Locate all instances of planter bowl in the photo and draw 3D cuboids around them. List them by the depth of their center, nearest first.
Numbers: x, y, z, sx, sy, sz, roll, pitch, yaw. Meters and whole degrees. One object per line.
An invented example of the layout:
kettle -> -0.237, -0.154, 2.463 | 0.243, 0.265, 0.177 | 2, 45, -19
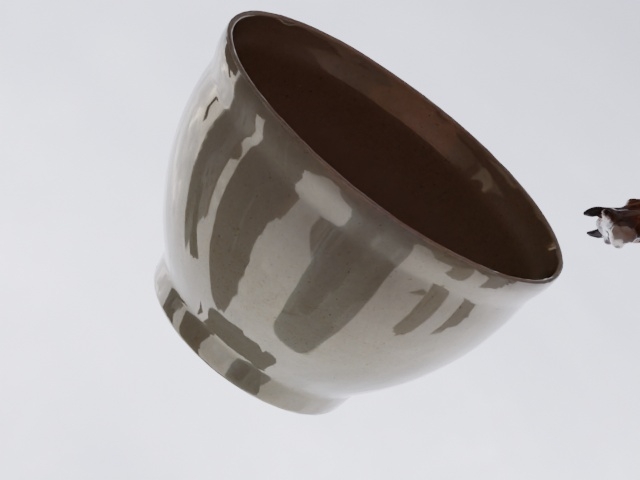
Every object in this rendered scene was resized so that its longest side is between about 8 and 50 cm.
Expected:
planter bowl -> 0.000, 0.000, 0.629 | 0.162, 0.109, 0.162 | 33, -159, -14

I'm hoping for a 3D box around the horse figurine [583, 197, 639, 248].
horse figurine -> 0.302, -0.041, 0.943 | 0.066, 0.263, 0.174 | 57, -177, -14
